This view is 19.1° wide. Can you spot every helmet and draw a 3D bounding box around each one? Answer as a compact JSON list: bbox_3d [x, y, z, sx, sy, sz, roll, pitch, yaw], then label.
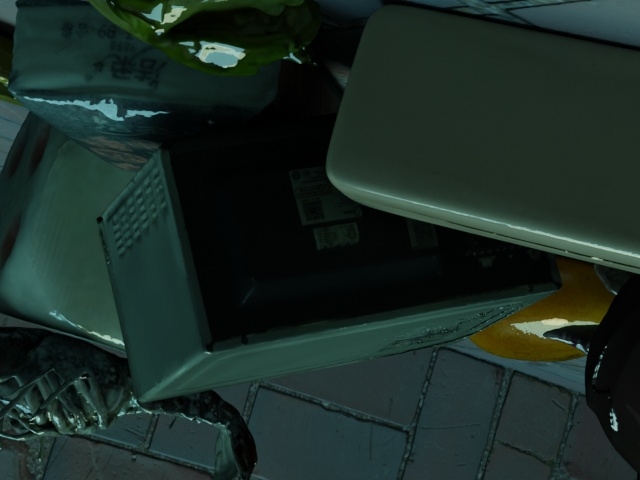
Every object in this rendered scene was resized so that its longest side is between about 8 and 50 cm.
[{"bbox_3d":[0.353,0.111,1.835,0.177,0.305,0.225,40,-148,-13],"label":"helmet"}]

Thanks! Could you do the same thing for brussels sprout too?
[{"bbox_3d":[-0.084,-0.168,1.293,0.181,0.100,0.139,1,-166,-16],"label":"brussels sprout"}]

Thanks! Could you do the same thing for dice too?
[{"bbox_3d":[-0.239,-0.010,2.215,0.264,0.268,0.262,18,173,-21],"label":"dice"}]

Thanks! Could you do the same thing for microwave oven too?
[{"bbox_3d":[0.000,0.000,1.494,0.295,0.181,0.237,-9,167,-22],"label":"microwave oven"}]

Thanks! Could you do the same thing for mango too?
[{"bbox_3d":[0.285,0.079,2.292,0.252,0.126,0.154,3,147,30],"label":"mango"}]

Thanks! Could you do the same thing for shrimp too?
[{"bbox_3d":[-0.269,0.184,2.126,0.410,0.166,0.221,6,174,-13],"label":"shrimp"}]

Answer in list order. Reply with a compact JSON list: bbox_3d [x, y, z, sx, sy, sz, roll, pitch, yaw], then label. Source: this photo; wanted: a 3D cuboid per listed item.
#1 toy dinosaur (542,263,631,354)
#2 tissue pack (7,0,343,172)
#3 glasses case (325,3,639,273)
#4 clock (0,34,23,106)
[{"bbox_3d":[0.391,0.097,2.001,0.294,0.162,0.077,16,174,11],"label":"toy dinosaur"},{"bbox_3d":[-0.109,-0.118,1.621,0.228,0.103,0.315,3,171,11],"label":"tissue pack"},{"bbox_3d":[0.178,-0.061,1.299,0.336,0.144,0.076,15,172,21],"label":"glasses case"},{"bbox_3d":[-0.362,-0.191,1.945,0.237,0.057,0.237,18,175,2],"label":"clock"}]
